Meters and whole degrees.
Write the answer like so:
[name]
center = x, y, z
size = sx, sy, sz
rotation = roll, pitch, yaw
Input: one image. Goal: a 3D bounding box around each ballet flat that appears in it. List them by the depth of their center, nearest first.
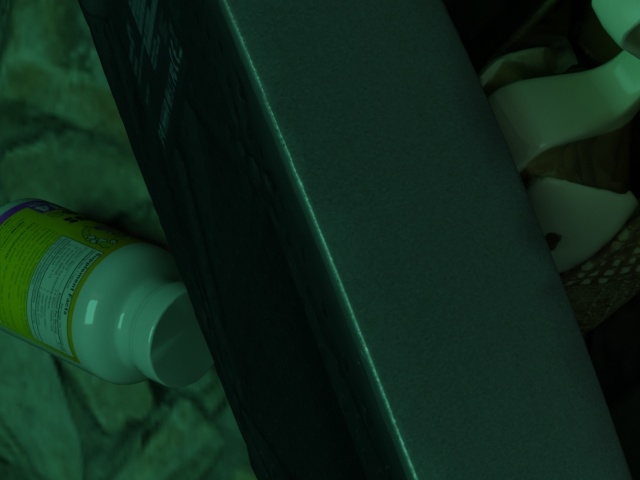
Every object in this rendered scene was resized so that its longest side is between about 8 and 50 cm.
[ballet flat]
center = 0.070, -0.042, 0.432
size = 0.073, 0.067, 0.206
rotation = 56, 129, 23

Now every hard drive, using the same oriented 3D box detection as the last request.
[hard drive]
center = 0.000, 0.000, 0.465
size = 0.172, 0.054, 0.254
rotation = 114, 135, -71

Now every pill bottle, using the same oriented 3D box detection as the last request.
[pill bottle]
center = -0.068, 0.017, 0.589
size = 0.083, 0.043, 0.043
rotation = 21, 109, 40
